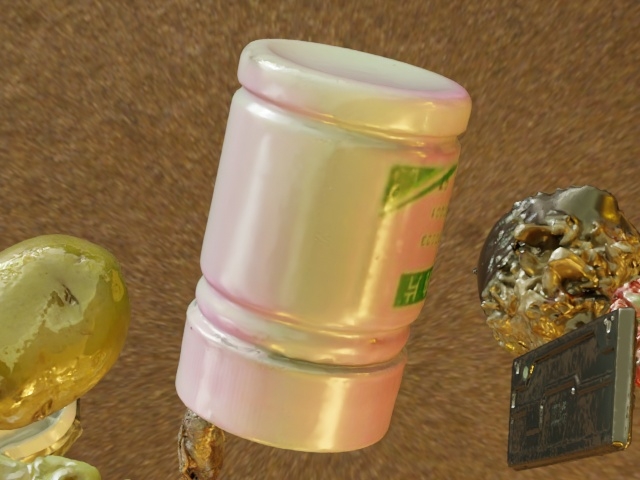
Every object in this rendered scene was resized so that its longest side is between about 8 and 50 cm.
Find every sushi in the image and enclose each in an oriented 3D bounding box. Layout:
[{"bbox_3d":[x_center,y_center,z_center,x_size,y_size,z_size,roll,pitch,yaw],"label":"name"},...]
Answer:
[{"bbox_3d":[0.293,0.074,1.625,0.238,0.225,0.219,19,48,-18],"label":"sushi"}]

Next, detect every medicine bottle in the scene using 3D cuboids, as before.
[{"bbox_3d":[0.000,0.000,1.214,0.212,0.212,0.325,13,104,1],"label":"medicine bottle"}]

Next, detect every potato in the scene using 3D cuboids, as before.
[{"bbox_3d":[-0.271,0.083,1.282,0.200,0.137,0.155,-37,106,-30],"label":"potato"}]

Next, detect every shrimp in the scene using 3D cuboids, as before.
[{"bbox_3d":[-0.159,0.283,1.809,0.074,0.190,0.073,-21,52,-15],"label":"shrimp"}]

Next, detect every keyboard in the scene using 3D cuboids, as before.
[{"bbox_3d":[0.097,0.062,0.536,0.010,0.155,0.053,7,78,-5],"label":"keyboard"}]

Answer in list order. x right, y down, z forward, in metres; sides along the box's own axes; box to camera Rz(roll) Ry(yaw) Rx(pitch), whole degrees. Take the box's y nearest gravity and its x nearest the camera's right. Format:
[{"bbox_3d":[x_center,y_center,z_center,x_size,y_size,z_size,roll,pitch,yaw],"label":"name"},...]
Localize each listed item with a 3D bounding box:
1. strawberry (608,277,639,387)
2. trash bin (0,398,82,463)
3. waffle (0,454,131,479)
[{"bbox_3d":[0.200,0.063,0.789,0.073,0.083,0.073,-7,49,8],"label":"strawberry"},{"bbox_3d":[-0.460,0.104,1.463,0.296,0.256,0.368,-25,124,8],"label":"trash bin"},{"bbox_3d":[-0.133,0.188,0.590,0.214,0.054,0.208,4,50,12],"label":"waffle"}]
